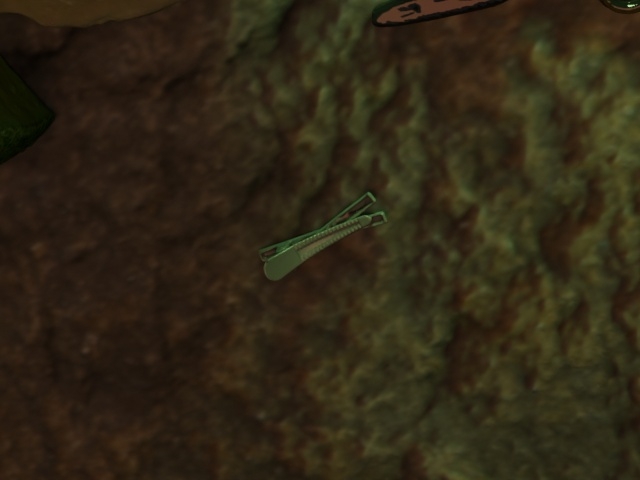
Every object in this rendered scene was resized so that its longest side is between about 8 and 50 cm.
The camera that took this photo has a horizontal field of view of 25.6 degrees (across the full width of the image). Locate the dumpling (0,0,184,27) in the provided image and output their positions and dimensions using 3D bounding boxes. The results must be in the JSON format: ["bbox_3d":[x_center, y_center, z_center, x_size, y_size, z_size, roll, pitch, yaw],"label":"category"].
[{"bbox_3d":[-0.169,-0.287,0.969,0.315,0.233,0.395,33,128,-9],"label":"dumpling"}]

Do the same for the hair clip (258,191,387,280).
[{"bbox_3d":[0.001,0.001,1.162,0.115,0.039,0.030,-30,111,17],"label":"hair clip"}]

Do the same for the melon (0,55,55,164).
[{"bbox_3d":[-0.343,-0.093,1.035,0.196,0.323,0.124,-12,90,11],"label":"melon"}]

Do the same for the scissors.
[{"bbox_3d":[0.144,-0.194,1.066,0.220,0.017,0.088,-12,111,14],"label":"scissors"}]
